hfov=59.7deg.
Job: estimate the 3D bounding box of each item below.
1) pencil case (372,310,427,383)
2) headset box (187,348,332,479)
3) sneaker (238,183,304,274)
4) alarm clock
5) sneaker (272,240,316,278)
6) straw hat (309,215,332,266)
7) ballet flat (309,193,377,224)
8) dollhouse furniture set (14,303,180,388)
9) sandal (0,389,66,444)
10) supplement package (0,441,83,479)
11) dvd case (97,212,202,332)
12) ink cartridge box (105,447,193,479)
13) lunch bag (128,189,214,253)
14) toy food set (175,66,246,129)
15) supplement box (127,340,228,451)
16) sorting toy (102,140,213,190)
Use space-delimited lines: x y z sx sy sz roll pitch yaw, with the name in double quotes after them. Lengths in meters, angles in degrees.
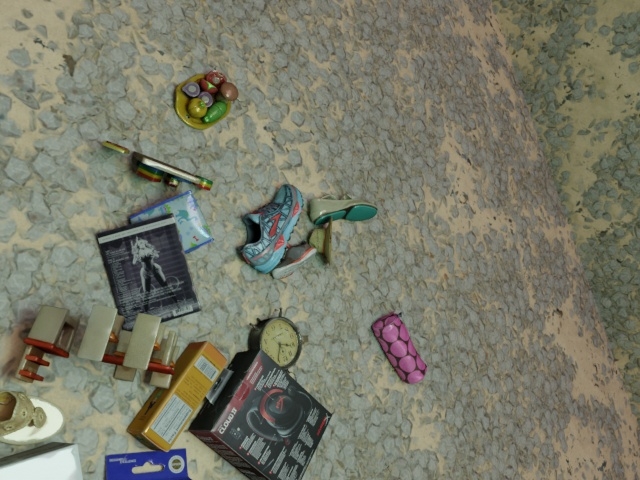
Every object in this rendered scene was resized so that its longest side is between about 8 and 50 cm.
0.241 0.316 1.655 0.209 0.095 0.098 63 32 -10 "pencil case"
-0.139 0.407 1.278 0.293 0.110 0.218 47 51 -21 "headset box"
-0.130 -0.052 1.431 0.125 0.104 0.262 33 57 -27 "sneaker"
-0.105 0.274 1.380 0.129 0.064 0.192 -22 89 -43 "alarm clock"
-0.081 0.048 1.488 0.065 0.061 0.158 46 45 14 "sneaker"
0.000 0.000 1.553 0.061 0.144 0.144 2 71 2 "straw hat"
0.065 -0.101 1.638 0.248 0.086 0.086 -6 81 -41 "ballet flat"
-0.401 0.217 1.035 0.259 0.262 0.135 12 68 -2 "dollhouse furniture set"
-0.555 0.300 0.969 0.240 0.079 0.088 30 59 -31 "sandal"
-0.530 0.467 0.897 0.262 0.145 0.204 -6 81 -41 "supplement package"
-0.364 0.069 1.190 0.164 0.018 0.221 -17 89 -8 "dvd case"
-0.307 0.583 1.051 0.176 0.069 0.371 11 52 -38 "ink cartridge box"
-0.334 -0.025 1.254 0.151 0.096 0.129 -26 95 -13 "lunch bag"
-0.273 -0.375 1.424 0.128 0.071 0.218 54 49 -15 "toy food set"
-0.299 0.327 1.187 0.080 0.078 0.233 52 51 -21 "supplement box"
-0.361 -0.152 1.252 0.274 0.132 0.046 21 94 -31 "sorting toy"
